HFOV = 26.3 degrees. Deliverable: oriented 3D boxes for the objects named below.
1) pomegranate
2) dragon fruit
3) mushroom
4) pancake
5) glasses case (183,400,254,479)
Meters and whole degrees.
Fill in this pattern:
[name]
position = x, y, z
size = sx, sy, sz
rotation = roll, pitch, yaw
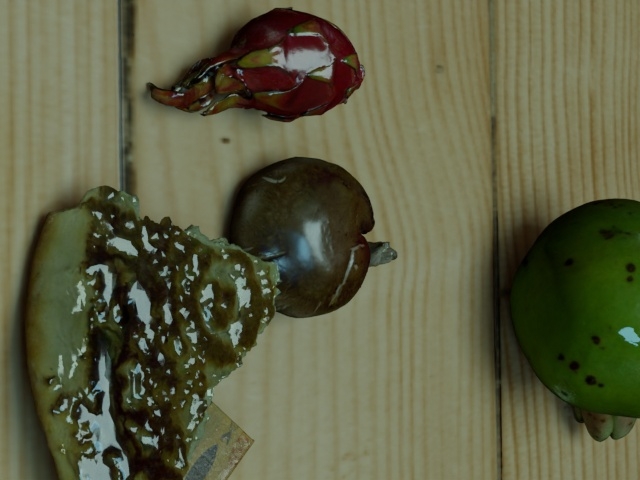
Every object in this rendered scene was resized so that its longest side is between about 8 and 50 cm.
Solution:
[pomegranate]
position = 0.306, 0.098, 1.429
size = 0.236, 0.236, 0.302
rotation = -52, 159, -36
[dragon fruit]
position = -0.053, -0.142, 1.106
size = 0.190, 0.094, 0.094
rotation = -8, 95, -31
[mushroom]
position = 0.001, 0.000, 1.162
size = 0.170, 0.080, 0.135
rotation = 9, 92, -45
[pancake]
position = -0.116, 0.084, 1.027
size = 0.244, 0.057, 0.266
rotation = -20, 99, -47
[glasses case]
position = -0.124, 0.197, 1.043
size = 0.064, 0.041, 0.170
rotation = 45, 55, -13
